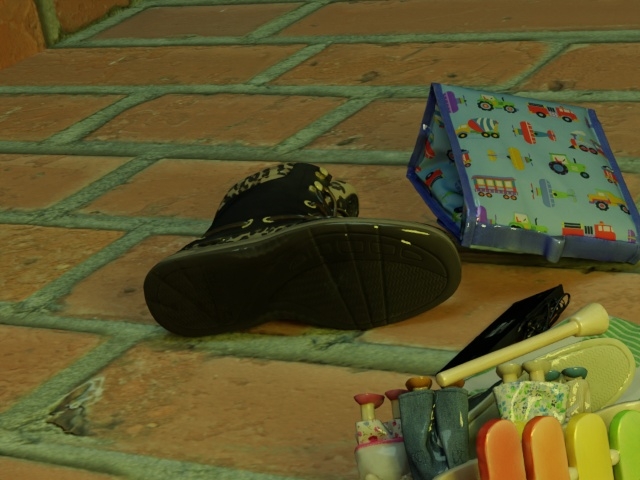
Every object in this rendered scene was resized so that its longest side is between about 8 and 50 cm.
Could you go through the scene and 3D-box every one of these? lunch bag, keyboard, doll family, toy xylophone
[{"bbox_3d":[0.250,-0.059,2.165,0.221,0.138,0.293,8,26,-14],"label":"lunch bag"},{"bbox_3d":[0.209,0.107,1.956,0.100,0.038,0.192,-24,9,42],"label":"keyboard"},{"bbox_3d":[0.135,0.197,1.576,0.263,0.163,0.118,-8,-17,9],"label":"doll family"},{"bbox_3d":[0.197,0.190,1.456,0.323,0.236,0.081,-25,16,-38],"label":"toy xylophone"}]

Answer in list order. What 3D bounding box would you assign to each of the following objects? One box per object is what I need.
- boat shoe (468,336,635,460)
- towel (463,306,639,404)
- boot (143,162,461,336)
[{"bbox_3d":[0.183,0.156,1.692,0.233,0.084,0.079,-32,11,2],"label":"boat shoe"},{"bbox_3d":[0.310,0.147,1.773,0.248,0.038,0.325,-26,25,-36],"label":"towel"},{"bbox_3d":[0.000,0.000,2.191,0.377,0.138,0.284,-10,20,18],"label":"boot"}]
